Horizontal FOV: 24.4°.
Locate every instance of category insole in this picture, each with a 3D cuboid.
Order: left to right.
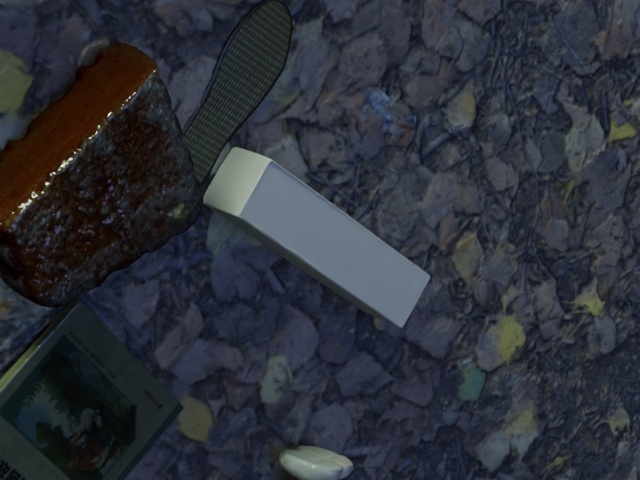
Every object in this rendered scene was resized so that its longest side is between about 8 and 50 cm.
[{"bbox_3d":[-0.101,-0.157,1.651,0.086,0.005,0.253,37,80,-38],"label":"insole"}]

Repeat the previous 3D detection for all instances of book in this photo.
[{"bbox_3d":[-0.295,0.228,1.603,0.283,0.025,0.215,-51,128,-16],"label":"book"}]

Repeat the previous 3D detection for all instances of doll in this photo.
[{"bbox_3d":[-0.046,0.394,1.786,0.208,0.144,0.271,-27,123,-53],"label":"doll"}]

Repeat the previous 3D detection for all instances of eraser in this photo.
[{"bbox_3d":[0.000,0.000,1.727,0.298,0.078,0.076,35,81,-38],"label":"eraser"}]

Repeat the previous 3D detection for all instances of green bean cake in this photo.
[{"bbox_3d":[-0.244,-0.061,1.510,0.232,0.097,0.198,-36,124,-24],"label":"green bean cake"}]

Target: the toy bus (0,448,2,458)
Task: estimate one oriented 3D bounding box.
[{"bbox_3d":[-0.460,0.191,1.300,0.183,0.199,0.343,-66,152,-12],"label":"toy bus"}]
